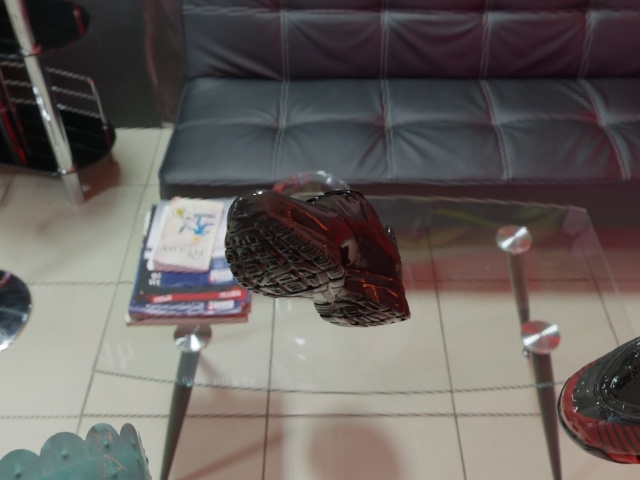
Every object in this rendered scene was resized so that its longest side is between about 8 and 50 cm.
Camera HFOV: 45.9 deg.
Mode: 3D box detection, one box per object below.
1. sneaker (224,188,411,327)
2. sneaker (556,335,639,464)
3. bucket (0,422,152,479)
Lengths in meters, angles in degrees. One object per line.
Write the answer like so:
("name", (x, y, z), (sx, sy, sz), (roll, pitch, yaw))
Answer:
("sneaker", (0.000, 0.000, 0.754), (0.109, 0.286, 0.130), (-9, 67, 25))
("sneaker", (0.279, 0.071, 0.484), (0.276, 0.135, 0.097), (-20, 50, 24))
("bucket", (-0.351, 0.395, 1.037), (0.281, 0.281, 0.183), (-19, 65, -19))
